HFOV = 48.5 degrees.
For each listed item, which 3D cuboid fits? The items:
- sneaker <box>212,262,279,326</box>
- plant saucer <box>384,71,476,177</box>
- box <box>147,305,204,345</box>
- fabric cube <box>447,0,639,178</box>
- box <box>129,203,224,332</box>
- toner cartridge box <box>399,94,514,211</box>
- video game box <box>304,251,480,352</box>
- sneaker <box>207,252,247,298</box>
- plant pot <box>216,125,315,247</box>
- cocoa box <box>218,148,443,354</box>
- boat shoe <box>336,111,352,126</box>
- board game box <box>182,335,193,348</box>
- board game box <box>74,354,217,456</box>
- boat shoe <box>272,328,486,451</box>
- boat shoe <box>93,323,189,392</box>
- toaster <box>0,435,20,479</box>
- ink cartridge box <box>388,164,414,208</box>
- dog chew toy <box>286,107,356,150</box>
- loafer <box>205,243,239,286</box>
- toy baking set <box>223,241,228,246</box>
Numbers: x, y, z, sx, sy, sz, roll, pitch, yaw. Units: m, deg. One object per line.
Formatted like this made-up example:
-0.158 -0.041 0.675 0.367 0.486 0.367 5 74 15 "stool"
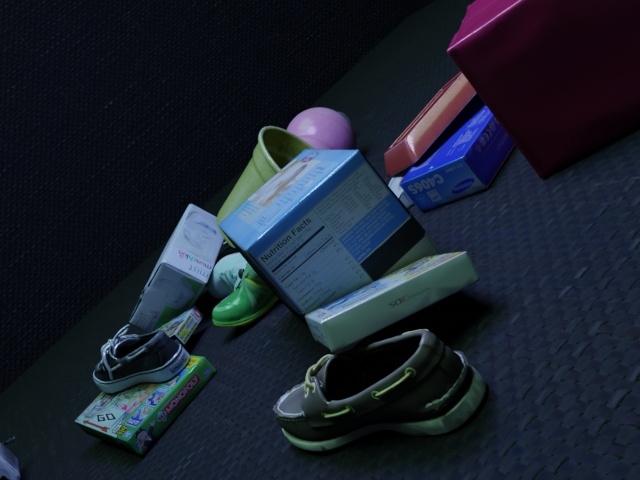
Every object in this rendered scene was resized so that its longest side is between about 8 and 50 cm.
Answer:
-0.117 0.070 1.478 0.295 0.123 0.109 -38 16 12 "sneaker"
0.228 -0.248 1.430 0.258 0.047 0.259 -49 4 -5 "plant saucer"
-0.376 0.239 1.687 0.207 0.036 0.114 -31 17 30 "box"
0.384 -0.301 1.076 0.258 0.254 0.259 -32 18 34 "fabric cube"
-0.363 0.081 1.822 0.262 0.126 0.231 -53 16 38 "box"
0.300 -0.205 1.342 0.165 0.075 0.348 -23 23 53 "toner cartridge box"
0.085 0.079 0.943 0.205 0.048 0.187 -25 2 -9 "video game box"
-0.199 0.100 1.651 0.256 0.094 0.151 -31 21 36 "sneaker"
-0.110 -0.090 1.726 0.254 0.276 0.276 -47 11 23 "plant pot"
0.000 0.000 1.192 0.231 0.228 0.347 -42 15 -6 "cocoa box"
-0.034 -0.276 2.239 0.158 0.127 0.340 -14 30 44 "boat shoe"
-0.423 0.327 1.672 0.145 0.027 0.281 -22 23 51 "board game box"
-0.366 0.322 1.460 0.317 0.046 0.213 -9 34 54 "board game box"
0.041 0.176 0.847 0.324 0.097 0.117 -23 24 48 "boat shoe"
-0.398 0.241 1.470 0.306 0.105 0.113 -14 29 48 "boat shoe"
-0.814 0.583 1.714 0.227 0.129 0.146 -44 19 -21 "toaster"
0.153 -0.096 1.452 0.179 0.045 0.145 -36 15 8 "ink cartridge box"
-0.028 -0.215 1.956 0.206 0.206 0.332 -25 30 45 "dog chew toy"
-0.250 0.059 1.936 0.223 0.076 0.078 -36 20 33 "loafer"
-0.188 -0.046 1.935 0.256 0.030 0.196 -42 -25 24 "toy baking set"
